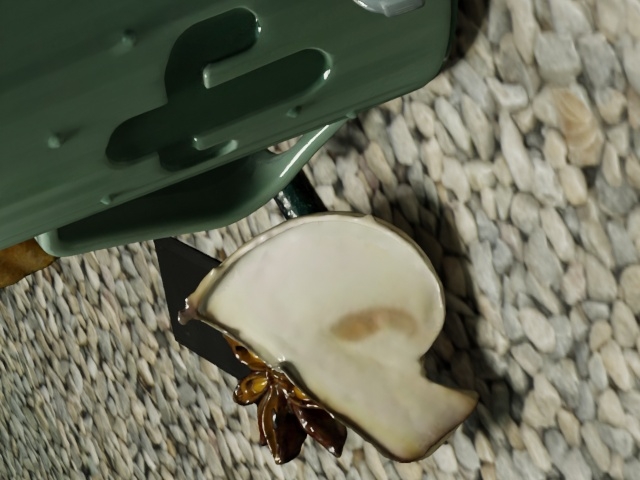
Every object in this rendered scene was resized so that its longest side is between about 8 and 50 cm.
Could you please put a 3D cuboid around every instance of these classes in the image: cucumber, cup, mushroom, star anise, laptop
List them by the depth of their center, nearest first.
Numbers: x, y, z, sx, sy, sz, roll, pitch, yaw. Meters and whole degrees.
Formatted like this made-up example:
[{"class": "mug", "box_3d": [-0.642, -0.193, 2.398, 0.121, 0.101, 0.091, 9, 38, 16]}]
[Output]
[{"class": "cup", "box_3d": [-0.117, -0.147, 1.364, 0.310, 0.392, 0.401, 28, 141, 58]}, {"class": "mushroom", "box_3d": [0.035, 0.055, 1.560, 0.236, 0.162, 0.173, 36, -169, 0]}, {"class": "cucumber", "box_3d": [0.000, 0.000, 1.654, 0.133, 0.032, 0.032, 58, 153, 12]}, {"class": "star anise", "box_3d": [-0.010, 0.138, 1.741, 0.234, 0.073, 0.177, 40, 130, 46]}, {"class": "laptop", "box_3d": [-0.116, 0.072, 1.942, 0.197, 0.016, 0.135, 23, 130, 53]}]

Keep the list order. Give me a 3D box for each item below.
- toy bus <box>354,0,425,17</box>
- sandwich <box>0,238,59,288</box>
[{"class": "toy bus", "box_3d": [0.046, -0.292, 1.125, 0.194, 0.232, 0.288, 37, -152, -86]}, {"class": "sandwich", "box_3d": [-0.298, -0.041, 1.902, 0.325, 0.262, 0.131, -3, 111, 62]}]
